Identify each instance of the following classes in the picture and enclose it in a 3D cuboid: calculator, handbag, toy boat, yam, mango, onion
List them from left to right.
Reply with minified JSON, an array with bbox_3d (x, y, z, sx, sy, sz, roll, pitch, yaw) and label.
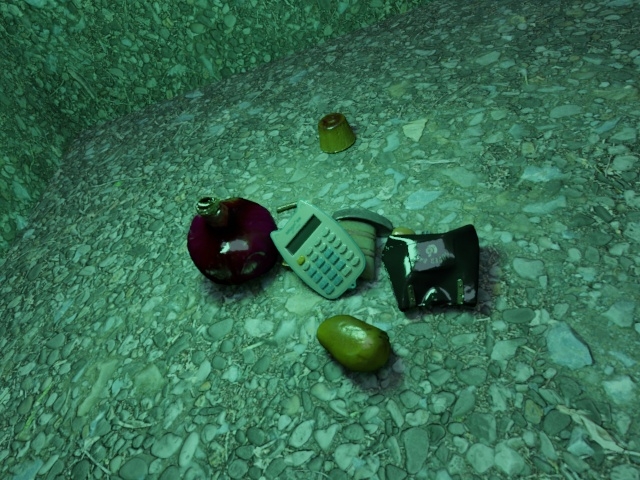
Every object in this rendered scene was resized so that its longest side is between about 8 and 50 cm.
[{"bbox_3d":[-0.368,-0.049,1.623,0.399,0.420,0.398,-4,49,4],"label":"onion"},{"bbox_3d":[-0.145,-0.167,1.919,0.146,0.032,0.032,-15,45,7],"label":"yam"},{"bbox_3d":[-0.002,0.040,1.516,0.386,0.054,0.256,46,106,18],"label":"calculator"},{"bbox_3d":[0.101,0.323,1.291,0.262,0.130,0.167,21,64,42],"label":"mango"},{"bbox_3d":[0.135,-0.013,1.575,0.276,0.111,0.293,24,52,11],"label":"toy boat"},{"bbox_3d":[0.384,0.102,1.381,0.343,0.152,0.287,-9,58,15],"label":"handbag"}]

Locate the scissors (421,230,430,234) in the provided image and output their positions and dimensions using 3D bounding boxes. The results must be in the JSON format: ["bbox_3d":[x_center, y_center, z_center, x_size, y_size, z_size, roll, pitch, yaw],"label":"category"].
[{"bbox_3d":[0.409,-0.006,1.557,0.036,0.006,0.083,-4,48,17],"label":"scissors"}]

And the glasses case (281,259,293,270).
[{"bbox_3d":[-0.100,0.052,1.688,0.065,0.041,0.169,12,53,17],"label":"glasses case"}]

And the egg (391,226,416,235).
[{"bbox_3d":[0.321,-0.013,1.549,0.097,0.080,0.080,8,52,19],"label":"egg"}]

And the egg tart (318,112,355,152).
[{"bbox_3d":[0.073,-0.576,2.130,0.203,0.147,0.202,-11,48,13],"label":"egg tart"}]
